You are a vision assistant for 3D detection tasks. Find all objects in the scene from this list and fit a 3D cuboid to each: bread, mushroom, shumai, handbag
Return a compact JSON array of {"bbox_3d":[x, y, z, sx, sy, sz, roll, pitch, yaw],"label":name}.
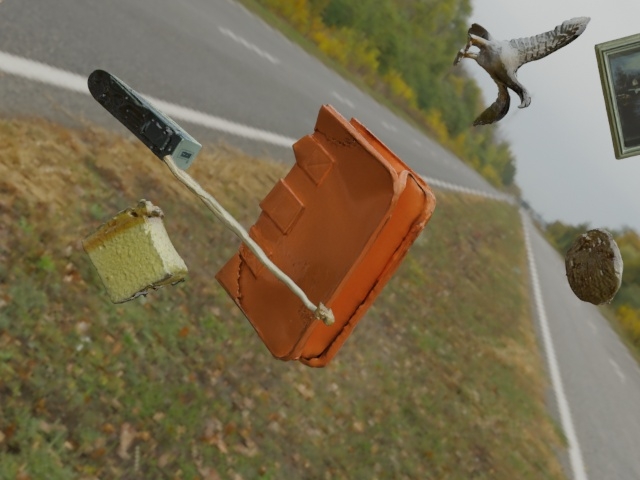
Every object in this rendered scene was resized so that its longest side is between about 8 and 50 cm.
[{"bbox_3d":[-0.312,0.022,1.613,0.127,0.152,0.147,48,17,-79],"label":"bread"},{"bbox_3d":[-0.087,0.000,1.120,0.286,0.028,0.026,44,44,12],"label":"mushroom"},{"bbox_3d":[0.512,0.046,1.736,0.105,0.123,0.139,-8,59,-42],"label":"shumai"},{"bbox_3d":[0.000,0.000,1.707,0.116,0.410,0.303,17,24,-44],"label":"handbag"}]

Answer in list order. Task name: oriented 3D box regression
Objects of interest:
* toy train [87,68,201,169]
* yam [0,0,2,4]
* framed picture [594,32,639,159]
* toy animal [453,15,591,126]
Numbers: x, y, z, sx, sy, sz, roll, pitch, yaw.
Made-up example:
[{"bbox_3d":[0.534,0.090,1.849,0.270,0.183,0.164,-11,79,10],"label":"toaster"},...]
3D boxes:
[{"bbox_3d":[-0.273,-0.190,1.443,0.234,0.052,0.051,40,11,31],"label":"toy train"},{"bbox_3d":[-0.712,-0.413,1.887,0.066,0.066,0.300,38,47,-27],"label":"yam"},{"bbox_3d":[0.670,-0.285,1.739,0.019,0.296,0.232,-74,148,-67],"label":"framed picture"},{"bbox_3d":[0.300,-0.279,1.597,0.160,0.272,0.197,32,37,-4],"label":"toy animal"}]
